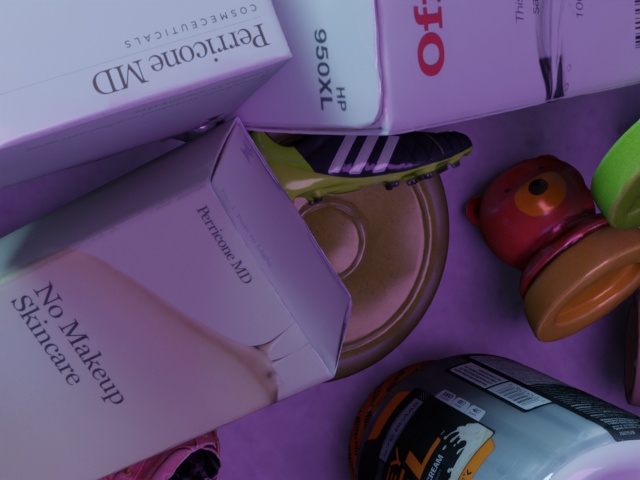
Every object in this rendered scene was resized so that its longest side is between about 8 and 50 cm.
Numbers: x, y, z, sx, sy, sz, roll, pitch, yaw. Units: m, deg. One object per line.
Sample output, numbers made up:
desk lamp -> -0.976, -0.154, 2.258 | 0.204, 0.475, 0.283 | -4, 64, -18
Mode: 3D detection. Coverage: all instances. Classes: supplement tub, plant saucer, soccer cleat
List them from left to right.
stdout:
plant saucer -> 0.000, 0.000, 1.136 | 0.241, 0.037, 0.241 | -3, 99, -21
soccer cleat -> 0.031, -0.071, 1.089 | 0.179, 0.060, 0.072 | -12, 88, -19
supplement tub -> 0.146, 0.194, 1.069 | 0.194, 0.316, 0.193 | -3, 98, -20

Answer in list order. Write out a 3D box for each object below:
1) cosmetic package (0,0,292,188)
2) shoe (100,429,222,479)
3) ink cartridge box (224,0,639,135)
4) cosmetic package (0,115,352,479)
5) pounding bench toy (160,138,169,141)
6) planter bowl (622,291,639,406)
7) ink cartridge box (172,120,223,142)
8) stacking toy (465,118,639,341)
cosmetic package -> -0.183, -0.230, 0.860 | 0.197, 0.155, 0.365 | -22, 88, -22
shoe -> -0.096, 0.147, 1.059 | 0.178, 0.081, 0.063 | -39, 131, -45
ink cartridge box -> 0.113, -0.241, 1.007 | 0.395, 0.166, 0.285 | -15, 104, -41
cosmetic package -> -0.153, 0.064, 0.969 | 0.309, 0.113, 0.160 | -26, 110, 20
pounding bench toy -> -0.112, -0.113, 1.051 | 0.052, 0.083, 0.065 | -35, 110, -12
planter bowl -> 0.315, 0.094, 1.218 | 0.109, 0.162, 0.162 | 4, 97, 6
ink cartridge box -> -0.152, -0.227, 1.013 | 0.239, 0.060, 0.275 | 15, 81, 3
stacking toy -> 0.270, -0.085, 1.122 | 0.309, 0.279, 0.130 | -27, 65, -18
